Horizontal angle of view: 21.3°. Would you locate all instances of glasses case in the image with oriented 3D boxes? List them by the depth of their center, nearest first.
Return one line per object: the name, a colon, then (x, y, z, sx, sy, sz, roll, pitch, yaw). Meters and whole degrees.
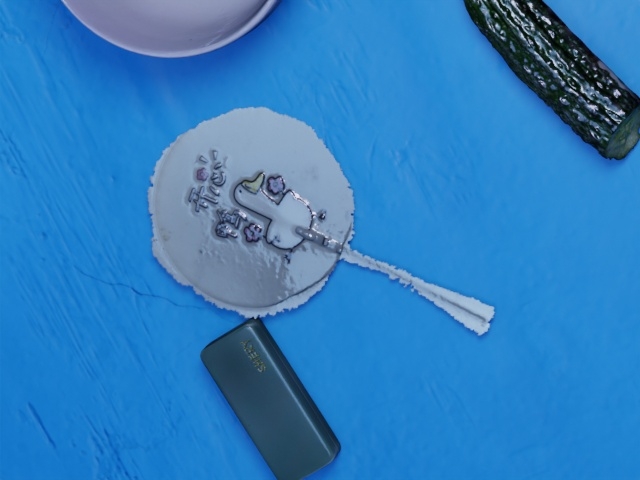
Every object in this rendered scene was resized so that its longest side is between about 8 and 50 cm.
glasses case: (-0.056, 0.182, 1.922, 0.078, 0.039, 0.184, -31, 93, 19)

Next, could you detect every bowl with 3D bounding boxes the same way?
bowl: (-0.142, -0.340, 1.773, 0.287, 0.144, 0.287, 3, 104, 13)

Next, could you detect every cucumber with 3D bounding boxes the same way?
cucumber: (0.231, -0.190, 1.751, 0.265, 0.077, 0.077, 45, 109, 4)

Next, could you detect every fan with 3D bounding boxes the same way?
fan: (0.000, 0.000, 1.872, 0.414, 0.012, 0.233, 22, 103, 9)
